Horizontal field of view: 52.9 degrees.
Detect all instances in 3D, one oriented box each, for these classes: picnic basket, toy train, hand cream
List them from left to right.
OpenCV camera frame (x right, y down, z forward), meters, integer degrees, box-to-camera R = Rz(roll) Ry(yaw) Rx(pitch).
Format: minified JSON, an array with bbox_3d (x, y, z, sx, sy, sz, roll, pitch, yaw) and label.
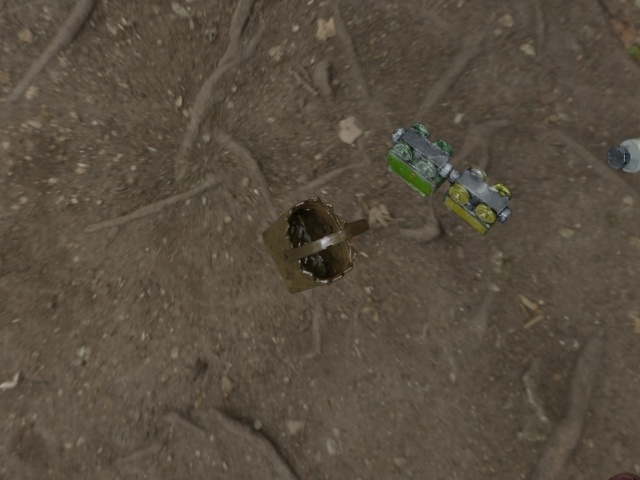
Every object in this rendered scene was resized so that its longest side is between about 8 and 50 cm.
[{"bbox_3d":[0.000,0.000,1.009,0.128,0.178,0.137,-28,93,-32],"label":"picnic basket"},{"bbox_3d":[0.180,-0.085,0.907,0.202,0.081,0.060,40,70,16],"label":"toy train"},{"bbox_3d":[0.544,-0.137,0.981,0.234,0.080,0.050,-8,78,-18],"label":"hand cream"}]

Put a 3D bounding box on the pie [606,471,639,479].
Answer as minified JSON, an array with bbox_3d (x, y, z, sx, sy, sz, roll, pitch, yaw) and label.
[{"bbox_3d":[0.372,0.325,0.637,0.054,0.204,0.218,-50,60,10],"label":"pie"}]
